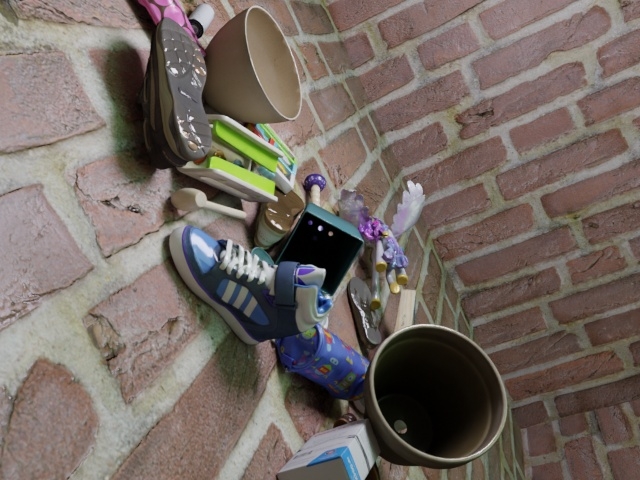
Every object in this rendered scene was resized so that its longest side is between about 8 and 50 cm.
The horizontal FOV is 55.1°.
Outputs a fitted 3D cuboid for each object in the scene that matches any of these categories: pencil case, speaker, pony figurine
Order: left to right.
[{"bbox_3d":[-0.349,-0.496,1.415,0.098,0.095,0.209,-45,111,-42],"label":"pencil case"},{"bbox_3d":[-0.319,-0.579,1.615,0.055,0.055,0.136,55,23,-30],"label":"speaker"},{"bbox_3d":[0.015,0.291,1.457,0.119,0.133,0.306,37,-4,41],"label":"pencil case"},{"bbox_3d":[0.209,-0.001,2.109,0.363,0.303,0.351,-95,-174,-47],"label":"pony figurine"}]

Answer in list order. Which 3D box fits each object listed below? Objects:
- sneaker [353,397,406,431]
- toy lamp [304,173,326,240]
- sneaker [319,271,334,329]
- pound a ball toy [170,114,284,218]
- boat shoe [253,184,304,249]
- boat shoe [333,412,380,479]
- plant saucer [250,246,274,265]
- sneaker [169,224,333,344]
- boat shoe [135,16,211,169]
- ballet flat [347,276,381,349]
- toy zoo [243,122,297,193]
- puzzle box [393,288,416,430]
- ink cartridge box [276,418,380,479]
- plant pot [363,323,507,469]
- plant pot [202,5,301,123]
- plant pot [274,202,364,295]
[{"bbox_3d":[0.176,0.442,1.702,0.262,0.121,0.099,53,24,-34],"label":"sneaker"},{"bbox_3d":[-0.017,-0.092,1.841,0.080,0.080,0.274,51,23,-37],"label":"toy lamp"},{"bbox_3d":[-0.031,0.131,1.563,0.132,0.086,0.228,50,28,-35],"label":"sneaker"},{"bbox_3d":[-0.219,-0.141,1.353,0.319,0.136,0.208,21,75,-63],"label":"pound a ball toy"},{"bbox_3d":[-0.115,-0.067,1.578,0.104,0.089,0.285,37,23,-5],"label":"boat shoe"},{"bbox_3d":[0.099,0.522,1.493,0.073,0.073,0.207,-1,70,-66],"label":"boat shoe"},{"bbox_3d":[-0.137,0.075,1.439,0.119,0.021,0.119,50,27,-37],"label":"plant saucer"},{"bbox_3d":[-0.112,0.062,1.204,0.323,0.236,0.130,56,23,-29],"label":"sneaker"},{"bbox_3d":[-0.315,-0.299,1.235,0.132,0.130,0.355,33,40,-51],"label":"boat shoe"},{"bbox_3d":[0.130,0.227,1.917,0.084,0.058,0.250,4,52,-28],"label":"ballet flat"},{"bbox_3d":[-0.138,-0.237,1.648,0.192,0.030,0.293,49,17,-18],"label":"toy zoo"},{"bbox_3d":[0.262,0.363,1.944,0.409,0.052,0.272,-60,151,-66],"label":"puzzle box"},{"bbox_3d":[0.024,0.457,1.263,0.086,0.148,0.203,68,21,4],"label":"ink cartridge box"},{"bbox_3d":[0.233,0.401,1.459,0.280,0.323,0.323,111,-25,-54],"label":"plant pot"},{"bbox_3d":[-0.195,-0.415,1.539,0.284,0.191,0.284,-13,90,-69],"label":"plant pot"},{"bbox_3d":[0.000,0.000,1.598,0.166,0.165,0.234,28,16,-7],"label":"plant pot"}]
